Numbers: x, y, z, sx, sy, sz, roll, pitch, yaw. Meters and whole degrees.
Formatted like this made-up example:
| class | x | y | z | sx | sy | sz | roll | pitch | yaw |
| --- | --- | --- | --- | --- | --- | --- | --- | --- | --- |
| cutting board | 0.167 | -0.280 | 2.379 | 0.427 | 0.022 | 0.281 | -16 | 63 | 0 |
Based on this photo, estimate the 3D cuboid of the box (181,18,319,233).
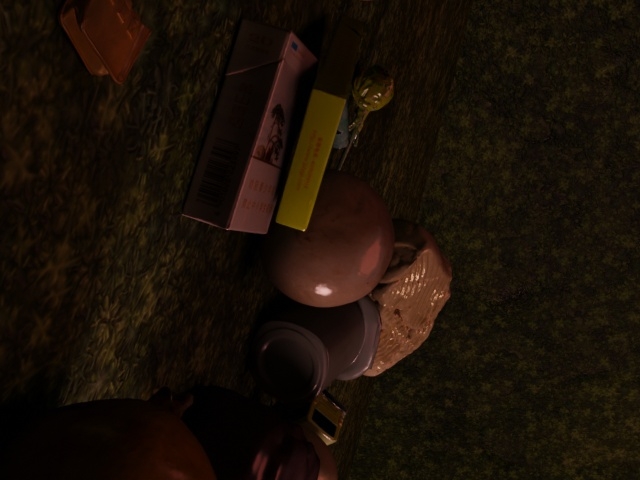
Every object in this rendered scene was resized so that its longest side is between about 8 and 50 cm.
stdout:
| class | x | y | z | sx | sy | sz | roll | pitch | yaw |
| --- | --- | --- | --- | --- | --- | --- | --- | --- | --- |
| box | -0.077 | -0.127 | 0.984 | 0.149 | 0.067 | 0.233 | 6 | 101 | -80 |

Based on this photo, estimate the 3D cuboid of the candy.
| class | x | y | z | sx | sy | sz | roll | pitch | yaw |
| --- | --- | --- | --- | --- | --- | --- | --- | --- | --- |
| candy | 0.060 | -0.196 | 1.529 | 0.073 | 0.077 | 0.262 | -112 | -135 | -75 |

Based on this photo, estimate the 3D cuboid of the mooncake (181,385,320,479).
| class | x | y | z | sx | sy | sz | roll | pitch | yaw |
| --- | --- | --- | --- | --- | --- | --- | --- | --- | --- |
| mooncake | -0.146 | 0.401 | 1.122 | 0.350 | 0.212 | 0.381 | 16 | 89 | -72 |

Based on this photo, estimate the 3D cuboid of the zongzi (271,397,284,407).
| class | x | y | z | sx | sy | sz | roll | pitch | yaw |
| --- | --- | --- | --- | --- | --- | --- | --- | --- | --- |
| zongzi | -0.090 | 0.319 | 1.643 | 0.154 | 0.062 | 0.130 | -58 | 148 | 8 |

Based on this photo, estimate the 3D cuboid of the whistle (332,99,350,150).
| class | x | y | z | sx | sy | sz | roll | pitch | yaw |
| --- | --- | --- | --- | --- | --- | --- | --- | --- | --- |
| whistle | 0.029 | -0.218 | 1.390 | 0.186 | 0.039 | 0.039 | 84 | 26 | -62 |

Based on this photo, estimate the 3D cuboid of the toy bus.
| class | x | y | z | sx | sy | sz | roll | pitch | yaw |
| --- | --- | --- | --- | --- | --- | --- | --- | --- | --- |
| toy bus | -0.046 | 0.343 | 1.528 | 0.175 | 0.088 | 0.101 | -33 | -157 | 35 |

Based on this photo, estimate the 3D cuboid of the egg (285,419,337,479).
| class | x | y | z | sx | sy | sz | roll | pitch | yaw |
| --- | --- | --- | --- | --- | --- | --- | --- | --- | --- |
| egg | -0.071 | 0.391 | 1.380 | 0.242 | 0.186 | 0.186 | -11 | -128 | 57 |

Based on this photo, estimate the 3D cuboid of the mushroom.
| class | x | y | z | sx | sy | sz | roll | pitch | yaw |
| --- | --- | --- | --- | --- | --- | --- | --- | --- | --- |
| mushroom | 0.007 | 0.010 | 1.253 | 0.209 | 0.206 | 0.206 | 101 | 12 | -55 |

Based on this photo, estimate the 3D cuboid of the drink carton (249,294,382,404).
| class | x | y | z | sx | sy | sz | roll | pitch | yaw |
| --- | --- | --- | --- | --- | --- | --- | --- | --- | --- |
| drink carton | -0.013 | 0.174 | 1.439 | 0.189 | 0.191 | 0.185 | -23 | 132 | -66 |

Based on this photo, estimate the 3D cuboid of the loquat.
| class | x | y | z | sx | sy | sz | roll | pitch | yaw |
| --- | --- | --- | --- | --- | --- | --- | --- | --- | --- |
| loquat | -0.179 | 0.224 | 0.712 | 0.213 | 0.213 | 0.246 | 94 | 18 | -47 |

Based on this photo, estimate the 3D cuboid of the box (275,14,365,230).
| class | x | y | z | sx | sy | sz | roll | pitch | yaw |
| --- | --- | --- | --- | --- | --- | --- | --- | --- | --- |
| box | 0.005 | -0.172 | 1.127 | 0.335 | 0.047 | 0.187 | -78 | -176 | -60 |

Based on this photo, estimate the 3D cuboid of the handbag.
| class | x | y | z | sx | sy | sz | roll | pitch | yaw |
| --- | --- | --- | --- | --- | --- | --- | --- | --- | --- |
| handbag | -0.164 | -0.165 | 0.635 | 0.083 | 0.027 | 0.061 | 74 | 36 | -66 |

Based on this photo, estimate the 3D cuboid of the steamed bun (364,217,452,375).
| class | x | y | z | sx | sy | sz | roll | pitch | yaw |
| --- | --- | --- | --- | --- | --- | --- | --- | --- | --- |
| steamed bun | 0.110 | 0.089 | 1.656 | 0.276 | 0.203 | 0.289 | -33 | 138 | -17 |
